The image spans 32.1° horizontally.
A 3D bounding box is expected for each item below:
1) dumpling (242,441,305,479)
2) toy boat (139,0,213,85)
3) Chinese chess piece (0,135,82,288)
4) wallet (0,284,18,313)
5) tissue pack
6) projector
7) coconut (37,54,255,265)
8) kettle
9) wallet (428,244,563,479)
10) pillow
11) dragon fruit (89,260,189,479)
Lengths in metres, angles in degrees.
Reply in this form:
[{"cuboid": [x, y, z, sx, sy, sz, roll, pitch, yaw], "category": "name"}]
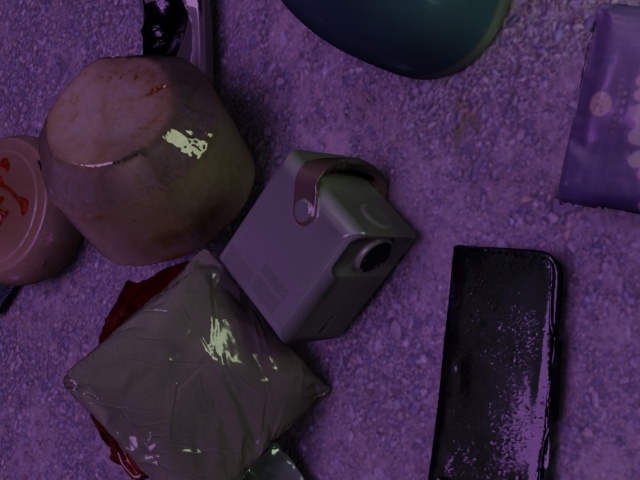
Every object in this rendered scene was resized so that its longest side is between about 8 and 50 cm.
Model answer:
[{"cuboid": [-0.154, 0.469, 1.582, 0.270, 0.212, 0.320, 48, 125, 27], "category": "dumpling"}, {"cuboid": [-0.246, -0.360, 1.770, 0.141, 0.141, 0.269, -9, 95, 37], "category": "toy boat"}, {"cuboid": [-0.530, -0.052, 1.960, 0.273, 0.102, 0.273, -6, 78, 32], "category": "Chinese chess piece"}, {"cuboid": [-0.588, 0.070, 2.057, 0.088, 0.026, 0.129, 48, 112, 28], "category": "wallet"}, {"cuboid": [0.452, -0.123, 1.216, 0.344, 0.125, 0.242, 15, 95, 37], "category": "tissue pack"}, {"cuboid": [0.000, 0.000, 1.531, 0.177, 0.163, 0.242, 49, 117, 28], "category": "projector"}, {"cuboid": [-0.257, -0.120, 1.668, 0.323, 0.323, 0.323, -4, 84, 37], "category": "coconut"}, {"cuboid": [0.032, -0.371, 1.424, 0.319, 0.342, 0.247, 37, 109, 34], "category": "kettle"}, {"cuboid": [0.227, 0.168, 1.417, 0.172, 0.045, 0.318, 4, 89, 40], "category": "wallet"}, {"cuboid": [-0.161, 0.195, 1.519, 0.274, 0.281, 0.076, 49, 153, -5], "category": "pillow"}, {"cuboid": [-0.252, 0.233, 1.702, 0.330, 0.240, 0.302, -31, 35, 56], "category": "dragon fruit"}]
